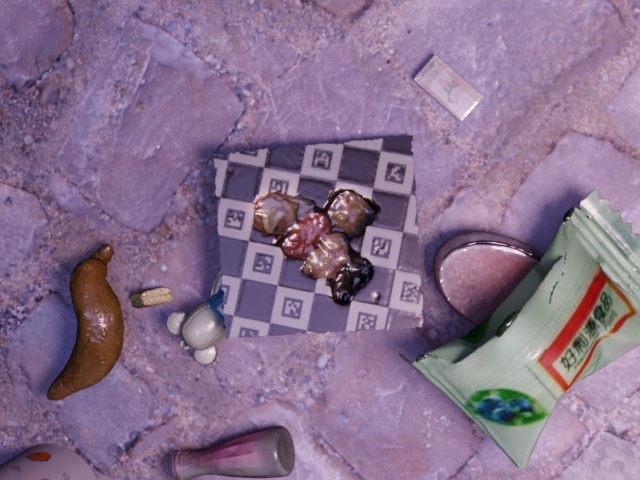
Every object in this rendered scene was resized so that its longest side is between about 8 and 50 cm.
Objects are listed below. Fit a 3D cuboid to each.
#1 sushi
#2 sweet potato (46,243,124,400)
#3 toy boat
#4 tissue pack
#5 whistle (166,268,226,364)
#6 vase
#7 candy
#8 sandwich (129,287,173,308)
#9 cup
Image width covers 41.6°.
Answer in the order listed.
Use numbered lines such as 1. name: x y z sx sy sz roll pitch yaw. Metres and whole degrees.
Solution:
1. sushi: 0.000 0.000 1.421 0.339 0.069 0.320 -5 85 4
2. sweet potato: -0.410 0.160 1.517 0.124 0.098 0.310 19 100 32
3. toy boat: 0.290 0.066 1.365 0.227 0.085 0.155 24 108 -1
4. tissue pack: 0.209 -0.249 1.378 0.108 0.023 0.056 42 102 6
5. whistle: -0.158 0.109 1.468 0.235 0.077 0.114 -43 89 6
6. vase: -0.157 0.385 1.485 0.214 0.086 0.086 -13 91 18
7. candy: 0.353 0.135 1.273 0.398 0.172 0.263 -43 109 -5
8. sandwich: -0.312 0.105 1.517 0.083 0.044 0.031 -14 86 11
9. cup: -0.551 0.504 1.460 0.212 0.317 0.212 1 94 14
